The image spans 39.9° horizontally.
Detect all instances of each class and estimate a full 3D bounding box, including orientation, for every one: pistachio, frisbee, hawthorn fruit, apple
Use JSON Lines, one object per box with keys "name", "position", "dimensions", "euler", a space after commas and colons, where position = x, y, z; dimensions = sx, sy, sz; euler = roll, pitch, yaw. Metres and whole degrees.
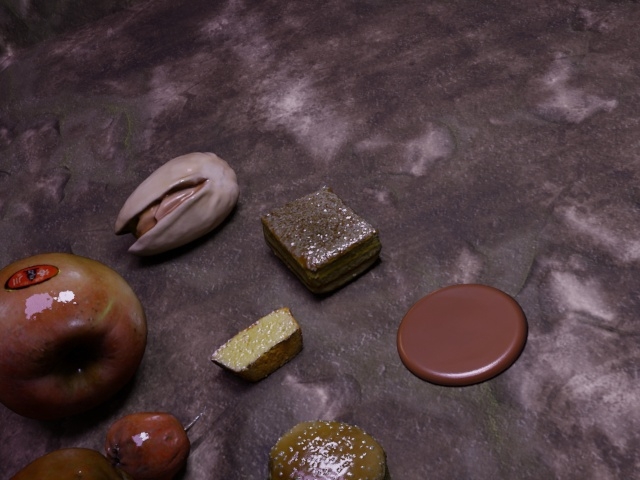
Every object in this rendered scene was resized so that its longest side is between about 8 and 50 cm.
{"name": "pistachio", "position": [-0.342, -0.084, 2.105], "dimensions": [0.318, 0.214, 0.193], "euler": [-33, 83, -3]}
{"name": "frisbee", "position": [0.265, 0.172, 1.668], "dimensions": [0.251, 0.021, 0.251], "euler": [-13, 41, 11]}
{"name": "hawthorn fruit", "position": [-0.428, 0.485, 1.413], "dimensions": [0.301, 0.267, 0.268], "euler": [-28, 40, -6]}
{"name": "apple", "position": [-0.524, 0.173, 1.764], "dimensions": [0.338, 0.338, 0.305], "euler": [-32, 41, -14]}
{"name": "hawthorn fruit", "position": [-0.294, 0.381, 1.597], "dimensions": [0.189, 0.149, 0.149], "euler": [2, 35, -20]}

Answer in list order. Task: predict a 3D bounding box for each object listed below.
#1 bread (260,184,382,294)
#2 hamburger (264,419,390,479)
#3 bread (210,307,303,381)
{"name": "bread", "position": [0.000, 0.000, 1.913], "dimensions": [0.184, 0.110, 0.234], "euler": [-29, 42, -14]}
{"name": "hamburger", "position": [0.020, 0.389, 1.445], "dimensions": [0.215, 0.122, 0.189], "euler": [21, 53, 36]}
{"name": "bread", "position": [-0.119, 0.213, 1.753], "dimensions": [0.187, 0.065, 0.103], "euler": [-34, 43, -18]}
